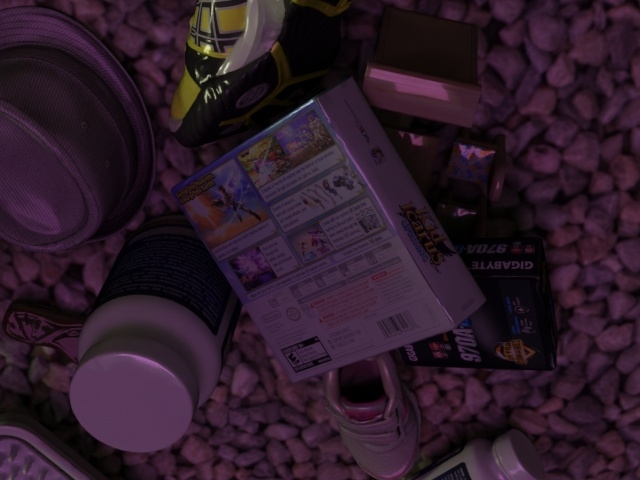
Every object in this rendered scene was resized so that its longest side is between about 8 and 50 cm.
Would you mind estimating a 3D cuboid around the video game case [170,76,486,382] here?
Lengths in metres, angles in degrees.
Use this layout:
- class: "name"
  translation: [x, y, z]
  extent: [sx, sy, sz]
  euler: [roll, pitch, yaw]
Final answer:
- class: "video game case"
  translation: [0.000, 0.000, 1.266]
  extent: [0.269, 0.061, 0.244]
  euler: [-25, 99, 50]

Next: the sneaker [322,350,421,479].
- class: "sneaker"
  translation: [0.051, 0.185, 1.485]
  extent: [0.103, 0.111, 0.252]
  euler: [-11, 118, 13]

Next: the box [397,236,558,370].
- class: "box"
  translation: [0.156, 0.069, 1.373]
  extent: [0.175, 0.051, 0.220]
  euler: [1, 150, 15]

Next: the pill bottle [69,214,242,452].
- class: "pill bottle"
  translation: [-0.170, 0.096, 1.375]
  extent: [0.153, 0.264, 0.153]
  euler: [3, 119, 6]

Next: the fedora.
- class: "fedora"
  translation: [-0.305, -0.095, 1.366]
  extent: [0.244, 0.124, 0.275]
  euler: [-15, 117, 14]

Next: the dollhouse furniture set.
- class: "dollhouse furniture set"
  translation: [0.081, -0.087, 1.298]
  extent: [0.212, 0.161, 0.242]
  euler: [12, 120, 0]

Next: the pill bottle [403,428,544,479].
- class: "pill bottle"
  translation: [0.179, 0.294, 1.541]
  extent: [0.169, 0.094, 0.094]
  euler: [-36, 109, 24]

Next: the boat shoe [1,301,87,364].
- class: "boat shoe"
  translation: [-0.299, 0.110, 1.533]
  extent: [0.153, 0.048, 0.056]
  euler: [16, 108, -10]

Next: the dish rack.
- class: "dish rack"
  translation: [-0.368, 0.356, 1.641]
  extent: [0.286, 0.072, 0.333]
  euler: [-31, 120, 23]

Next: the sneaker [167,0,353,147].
- class: "sneaker"
  translation: [-0.057, -0.236, 1.246]
  extent: [0.147, 0.145, 0.384]
  euler: [53, 137, 14]
